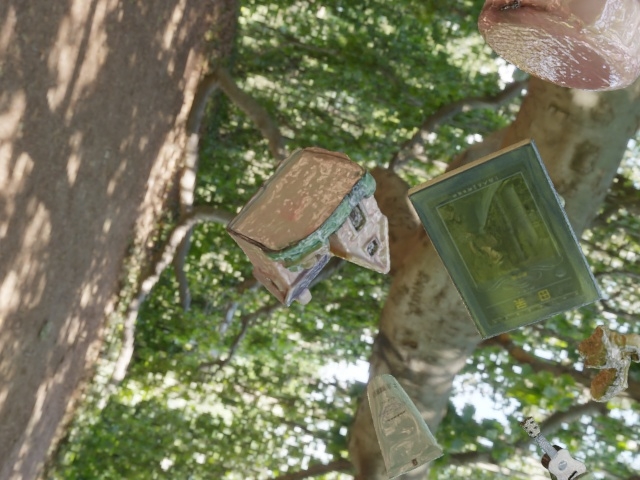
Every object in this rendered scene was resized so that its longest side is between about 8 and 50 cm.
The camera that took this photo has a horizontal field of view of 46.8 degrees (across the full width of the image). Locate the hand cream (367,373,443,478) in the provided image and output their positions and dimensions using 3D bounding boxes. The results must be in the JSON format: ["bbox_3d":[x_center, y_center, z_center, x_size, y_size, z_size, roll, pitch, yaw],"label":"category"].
[{"bbox_3d":[0.153,0.363,1.492,0.321,0.109,0.067,-113,179,-73],"label":"hand cream"}]

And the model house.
[{"bbox_3d":[0.000,0.000,1.354,0.237,0.202,0.237,-51,136,-22],"label":"model house"}]

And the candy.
[{"bbox_3d":[0.344,-0.303,1.054,0.255,0.255,0.094,-162,-83,-87],"label":"candy"}]

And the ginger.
[{"bbox_3d":[0.593,0.254,1.541,0.059,0.133,0.214,-89,-172,-51],"label":"ginger"}]

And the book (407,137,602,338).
[{"bbox_3d":[0.269,0.006,1.077,0.191,0.269,0.025,-22,-161,21],"label":"book"}]

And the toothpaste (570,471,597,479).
[{"bbox_3d":[0.477,0.516,1.091,0.098,0.392,0.061,-39,-179,7],"label":"toothpaste"}]

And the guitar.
[{"bbox_3d":[0.516,0.476,1.677,0.084,0.271,0.038,-47,-152,-11],"label":"guitar"}]

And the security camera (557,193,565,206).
[{"bbox_3d":[0.427,-0.083,1.432,0.058,0.092,0.058,-36,160,-16],"label":"security camera"}]
